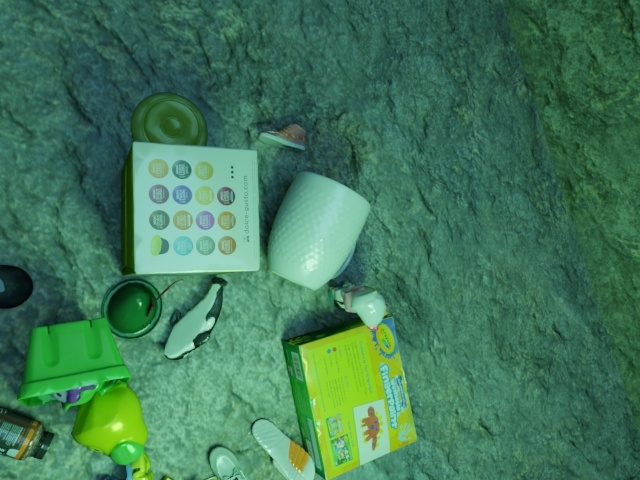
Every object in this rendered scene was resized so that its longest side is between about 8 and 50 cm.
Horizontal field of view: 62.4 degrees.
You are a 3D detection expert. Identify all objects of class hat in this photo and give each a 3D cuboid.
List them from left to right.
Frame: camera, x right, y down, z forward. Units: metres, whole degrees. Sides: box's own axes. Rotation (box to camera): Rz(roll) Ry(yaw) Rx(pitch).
[{"bbox_3d":[-0.522,0.187,1.512,0.172,0.183,0.209,22,77,-23],"label":"hat"}]

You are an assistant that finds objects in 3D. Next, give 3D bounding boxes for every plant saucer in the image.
[{"bbox_3d":[-0.470,-0.353,1.664,0.240,0.037,0.241,2,86,-27],"label":"plant saucer"}]

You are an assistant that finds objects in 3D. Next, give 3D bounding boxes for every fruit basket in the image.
[{"bbox_3d":[-0.604,0.407,1.354,0.282,0.392,0.393,-6,89,-27],"label":"fruit basket"}]

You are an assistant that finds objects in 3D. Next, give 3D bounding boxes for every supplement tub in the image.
[{"bbox_3d":[-0.812,0.510,1.387,0.197,0.106,0.106,30,73,-21],"label":"supplement tub"}]

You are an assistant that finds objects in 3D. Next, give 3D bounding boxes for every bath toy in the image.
[{"bbox_3d":[0.136,0.211,1.749,0.151,0.348,0.129,-18,95,-11],"label":"bath toy"}]

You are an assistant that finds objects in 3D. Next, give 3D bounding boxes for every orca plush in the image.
[{"bbox_3d":[-0.377,0.252,1.656,0.151,0.102,0.288,10,65,19],"label":"orca plush"}]

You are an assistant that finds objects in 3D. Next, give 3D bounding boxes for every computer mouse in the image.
[{"bbox_3d":[-0.911,0.126,1.387,0.272,0.072,0.189,2,84,-26],"label":"computer mouse"}]

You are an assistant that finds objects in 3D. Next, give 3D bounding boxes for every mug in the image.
[{"bbox_3d":[0.000,0.000,1.765,0.374,0.276,0.328,35,78,-51],"label":"mug"}]

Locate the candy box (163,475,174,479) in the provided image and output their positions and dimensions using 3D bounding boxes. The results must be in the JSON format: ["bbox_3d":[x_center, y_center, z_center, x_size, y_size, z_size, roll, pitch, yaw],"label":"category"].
[{"bbox_3d":[-0.484,0.817,1.564,0.105,0.027,0.206,42,72,-12],"label":"candy box"}]

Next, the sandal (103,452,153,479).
[{"bbox_3d":[-0.528,0.769,1.486,0.138,0.126,0.318,-15,72,-11],"label":"sandal"}]

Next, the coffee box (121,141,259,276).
[{"bbox_3d":[-0.387,-0.069,1.514,0.334,0.338,0.338,0,86,-26],"label":"coffee box"}]

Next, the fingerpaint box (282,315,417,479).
[{"bbox_3d":[0.102,0.515,1.809,0.370,0.163,0.446,-13,92,-26],"label":"fingerpaint box"}]

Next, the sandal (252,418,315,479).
[{"bbox_3d":[-0.126,0.698,1.739,0.265,0.076,0.102,46,54,6],"label":"sandal"}]

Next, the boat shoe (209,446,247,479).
[{"bbox_3d":[-0.266,0.746,1.643,0.079,0.081,0.228,-32,100,-25],"label":"boat shoe"}]

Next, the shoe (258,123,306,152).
[{"bbox_3d":[-0.128,-0.366,1.823,0.177,0.063,0.081,12,79,-31],"label":"shoe"}]

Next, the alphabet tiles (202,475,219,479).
[{"bbox_3d":[-0.344,0.844,1.648,0.237,0.009,0.199,-11,91,-26],"label":"alphabet tiles"}]
